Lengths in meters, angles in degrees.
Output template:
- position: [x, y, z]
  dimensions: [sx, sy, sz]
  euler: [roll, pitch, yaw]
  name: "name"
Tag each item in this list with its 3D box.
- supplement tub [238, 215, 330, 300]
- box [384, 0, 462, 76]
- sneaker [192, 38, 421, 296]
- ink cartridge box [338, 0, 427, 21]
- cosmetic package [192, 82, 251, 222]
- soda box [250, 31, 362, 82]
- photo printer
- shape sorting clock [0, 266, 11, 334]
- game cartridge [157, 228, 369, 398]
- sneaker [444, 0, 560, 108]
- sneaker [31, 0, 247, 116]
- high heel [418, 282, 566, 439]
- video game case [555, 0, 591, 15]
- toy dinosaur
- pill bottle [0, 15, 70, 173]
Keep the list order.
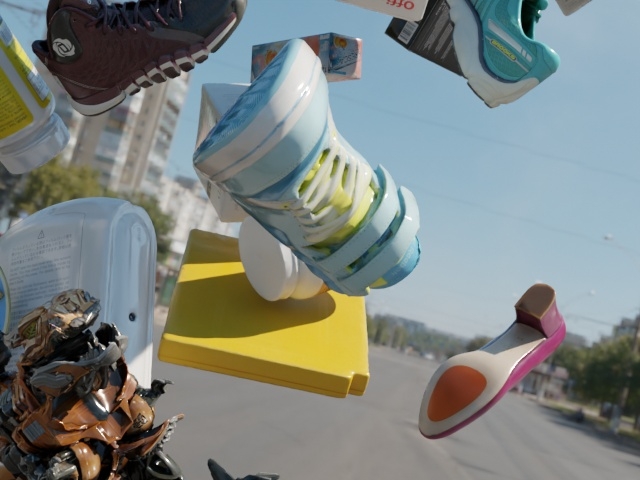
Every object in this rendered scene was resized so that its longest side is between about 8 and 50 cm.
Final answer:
- position: [0.000, 0.000, 1.362]
  dimensions: [0.200, 0.144, 0.144]
  euler: [-17, 14, -31]
  name: "supplement tub"
- position: [0.282, -0.499, 2.010]
  dimensions: [0.184, 0.261, 0.103]
  euler: [16, 22, -41]
  name: "box"
- position: [0.011, -0.041, 0.767]
  dimensions: [0.208, 0.127, 0.319]
  euler: [41, -1, -6]
  name: "sneaker"
- position: [0.102, -0.464, 1.415]
  dimensions: [0.172, 0.100, 0.237]
  euler: [15, -48, -2]
  name: "ink cartridge box"
- position: [-0.098, -0.138, 1.485]
  dimensions: [0.151, 0.151, 0.183]
  euler: [-3, 33, -22]
  name: "cosmetic package"
- position: [-0.023, -0.255, 1.375]
  dimensions: [0.063, 0.058, 0.183]
  euler: [2, 1, -40]
  name: "soda box"
- position: [-0.336, 0.097, 1.275]
  dimensions: [0.256, 0.307, 0.107]
  euler: [-12, -21, 31]
  name: "photo printer"
- position: [-0.489, 0.091, 1.223]
  dimensions: [0.206, 0.206, 0.040]
  euler: [14, 0, 16]
  name: "shape sorting clock"
- position: [-0.074, 0.102, 1.403]
  dimensions: [0.285, 0.052, 0.323]
  euler: [13, 28, -6]
  name: "game cartridge"
- position: [0.210, -0.273, 1.122]
  dimensions: [0.110, 0.275, 0.107]
  euler: [-24, -35, 24]
  name: "sneaker"
- position: [-0.242, -0.277, 1.211]
  dimensions: [0.281, 0.106, 0.162]
  euler: [-29, -47, 14]
  name: "sneaker"
- position: [0.331, 0.259, 1.800]
  dimensions: [0.127, 0.377, 0.181]
  euler: [37, -19, 38]
  name: "high heel"
- position: [0.331, -0.434, 1.245]
  dimensions: [0.026, 0.227, 0.206]
  euler: [-31, 0, -29]
  name: "video game case"
- position: [-0.165, 0.172, 0.708]
  dimensions: [0.218, 0.164, 0.322]
  euler: [34, -27, 15]
  name: "toy dinosaur"
- position: [-0.430, -0.199, 1.281]
  dimensions: [0.119, 0.119, 0.208]
  euler: [11, -42, 44]
  name: "pill bottle"
